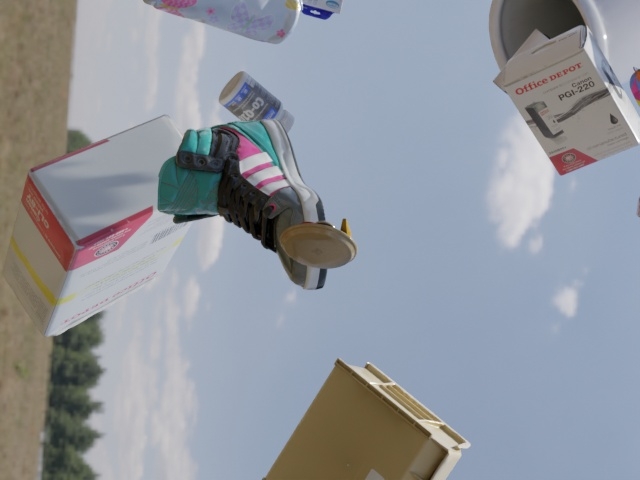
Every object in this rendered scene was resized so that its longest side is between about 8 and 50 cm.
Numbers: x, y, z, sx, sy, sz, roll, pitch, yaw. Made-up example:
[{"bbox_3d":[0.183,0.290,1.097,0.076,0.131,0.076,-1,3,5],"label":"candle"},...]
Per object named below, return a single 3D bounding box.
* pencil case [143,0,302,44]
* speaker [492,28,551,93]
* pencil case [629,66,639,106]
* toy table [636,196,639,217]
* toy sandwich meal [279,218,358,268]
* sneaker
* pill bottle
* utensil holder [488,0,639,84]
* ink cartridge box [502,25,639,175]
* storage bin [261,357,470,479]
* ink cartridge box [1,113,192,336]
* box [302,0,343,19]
[{"bbox_3d":[-0.167,-0.423,1.613,0.124,0.273,0.114,-48,-138,38],"label":"pencil case"},{"bbox_3d":[0.411,-0.358,1.920,0.136,0.055,0.055,-52,-152,18],"label":"speaker"},{"bbox_3d":[0.684,-0.328,1.782,0.236,0.104,0.105,142,-50,-61],"label":"pencil case"},{"bbox_3d":[0.615,-0.108,1.425,0.252,0.274,0.161,-142,-129,-66],"label":"toy table"},{"bbox_3d":[0.000,0.000,0.934,0.085,0.085,0.029,119,-15,-58],"label":"toy sandwich meal"},{"bbox_3d":[-0.105,-0.048,1.155,0.296,0.178,0.124,-115,-153,-47],"label":"sneaker"},{"bbox_3d":[-0.121,-0.254,1.827,0.078,0.137,0.078,-41,-154,25],"label":"pill bottle"},{"bbox_3d":[0.627,-0.501,2.131,0.327,0.385,0.328,46,-29,34],"label":"utensil holder"},{"bbox_3d":[0.439,-0.242,1.663,0.158,0.218,0.092,-23,-153,32],"label":"ink cartridge box"},{"bbox_3d":[0.075,0.375,1.581,0.260,0.123,0.262,36,-84,35],"label":"storage bin"},{"bbox_3d":[-0.384,-0.017,1.680,0.160,0.279,0.385,53,-35,9],"label":"ink cartridge box"},{"bbox_3d":[0.008,-0.461,1.682,0.028,0.081,0.136,-142,-116,-69],"label":"box"}]
